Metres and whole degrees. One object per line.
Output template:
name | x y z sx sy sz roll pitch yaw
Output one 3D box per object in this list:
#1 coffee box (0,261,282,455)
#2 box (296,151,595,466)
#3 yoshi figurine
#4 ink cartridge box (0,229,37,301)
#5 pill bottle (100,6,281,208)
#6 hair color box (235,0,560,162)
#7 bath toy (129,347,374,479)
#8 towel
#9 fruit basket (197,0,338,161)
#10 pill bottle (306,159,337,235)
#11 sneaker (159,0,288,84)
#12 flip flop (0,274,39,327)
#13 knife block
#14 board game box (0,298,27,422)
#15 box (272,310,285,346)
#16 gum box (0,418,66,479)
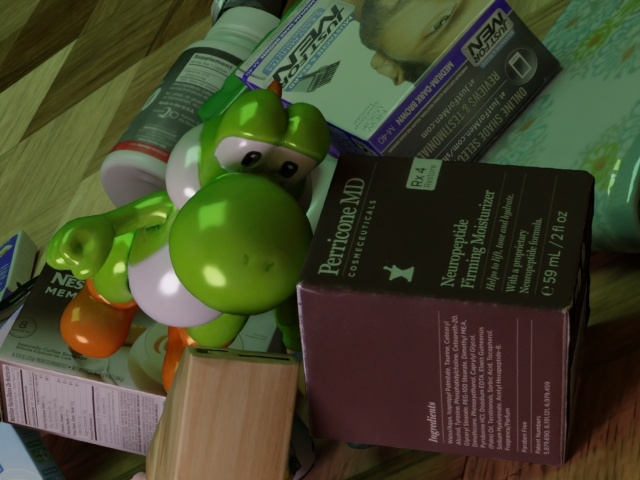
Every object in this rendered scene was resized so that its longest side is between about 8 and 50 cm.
coffee box | -0.173 0.123 1.817 0.246 0.098 0.141 12 44 10
box | 0.101 0.051 1.446 0.203 0.167 0.168 5 41 11
yoshi figurine | -0.099 0.025 1.527 0.203 0.203 0.362 -19 -20 -33
ink cartridge box | -0.503 0.104 2.693 0.206 0.045 0.208 -37 22 19
pill bottle | -0.137 -0.147 2.334 0.161 0.161 0.283 -14 37 52
hair color box | 0.065 -0.168 1.832 0.185 0.110 0.339 -48 29 -5
bath toy | -0.105 0.238 1.662 0.348 0.151 0.129 -40 60 11
towel | 0.286 -0.138 1.677 0.374 0.090 0.320 -53 20 -19
fruit basket | 0.028 -0.131 2.085 0.327 0.165 0.353 -49 38 -8
pill bottle | 0.000 0.000 1.739 0.131 0.229 0.131 -37 23 19
sneaker | -0.111 -0.268 2.593 0.268 0.101 0.153 -54 23 -7
flip flop | -0.421 0.124 2.488 0.277 0.080 0.112 -33 15 -11
knife block | -0.083 0.246 1.456 0.275 0.088 0.242 114 156 -53
board game box | -0.307 0.123 2.113 0.318 0.066 0.318 -46 -5 -5
box | -0.071 0.007 1.952 0.184 0.045 0.190 10 94 55
gum box | -0.310 0.290 1.856 0.157 0.184 0.041 -36 -11 21
